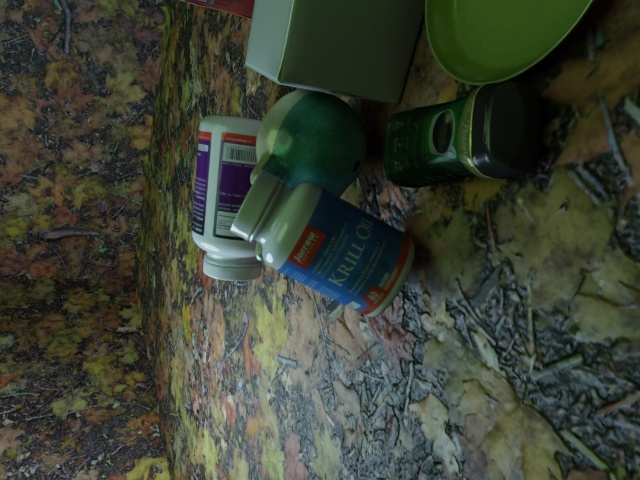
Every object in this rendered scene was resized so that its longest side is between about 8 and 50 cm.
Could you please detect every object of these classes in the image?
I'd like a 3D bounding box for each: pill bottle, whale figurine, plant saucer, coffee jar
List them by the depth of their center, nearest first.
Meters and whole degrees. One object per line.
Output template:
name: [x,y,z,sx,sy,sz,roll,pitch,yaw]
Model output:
plant saucer: [0.201,-0.281,0.495,0.241,0.037,0.241,-1,88,61]
coffee jar: [0.152,-0.111,0.534,0.184,0.079,0.096,6,92,62]
pill bottle: [0.000,0.000,0.634,0.124,0.221,0.124,-61,9,16]
whale figurine: [-0.016,-0.086,0.741,0.141,0.216,0.272,23,106,25]
pill bottle: [-0.169,-0.089,1.003,0.181,0.181,0.323,26,112,58]

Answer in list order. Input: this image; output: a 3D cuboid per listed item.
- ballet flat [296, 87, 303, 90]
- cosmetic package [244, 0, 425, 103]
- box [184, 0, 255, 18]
ballet flat: [-0.035,-0.328,0.915,0.041,0.041,0.115,50,131,49]
cosmetic package: [0.039,-0.384,0.627,0.155,0.196,0.366,47,127,51]
box: [-0.083,-0.416,0.735,0.142,0.299,0.154,47,129,51]
